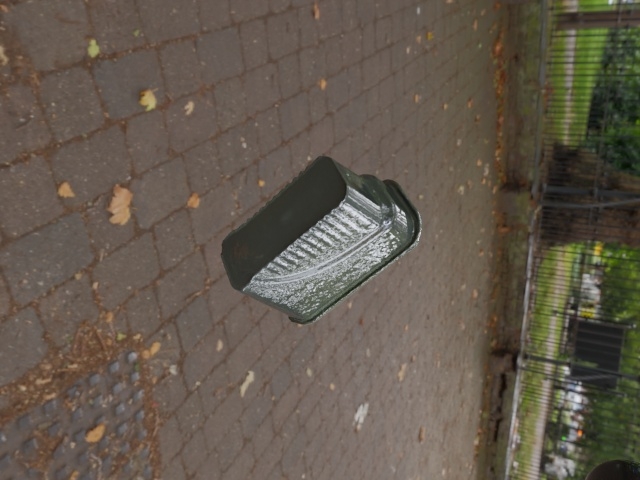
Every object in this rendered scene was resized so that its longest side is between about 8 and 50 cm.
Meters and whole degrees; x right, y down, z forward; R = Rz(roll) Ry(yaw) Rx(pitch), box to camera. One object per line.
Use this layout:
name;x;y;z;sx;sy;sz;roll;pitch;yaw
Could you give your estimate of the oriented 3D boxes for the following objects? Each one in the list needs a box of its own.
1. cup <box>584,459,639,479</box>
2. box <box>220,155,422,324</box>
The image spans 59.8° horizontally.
cup;0.589;0.500;1.034;0.176;0.169;0.223;-18;141;-56
box;0.000;0.000;0.838;0.274;0.138;0.178;-41;142;15
